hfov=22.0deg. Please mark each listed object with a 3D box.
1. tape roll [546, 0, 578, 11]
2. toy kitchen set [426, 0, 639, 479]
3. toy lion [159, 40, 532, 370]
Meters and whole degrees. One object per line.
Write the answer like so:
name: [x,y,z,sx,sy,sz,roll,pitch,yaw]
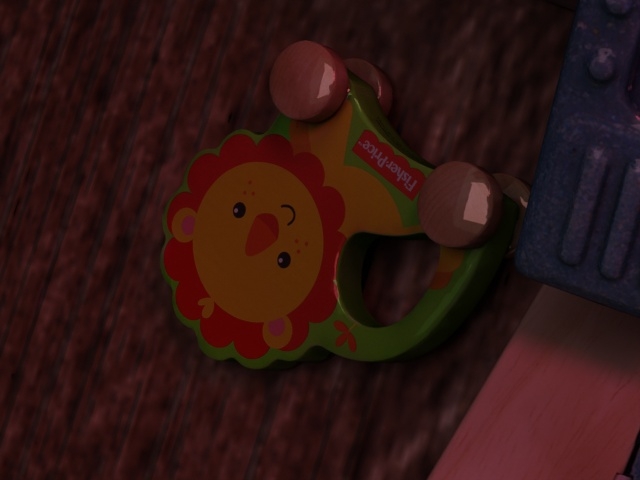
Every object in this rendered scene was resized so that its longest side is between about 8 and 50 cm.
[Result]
tape roll: [0.135,-0.242,0.424,0.392,0.072,0.392,-7,75,29]
toy kitchen set: [0.121,0.006,0.312,0.166,0.122,0.207,19,122,15]
toy lion: [0.000,0.000,0.472,0.100,0.034,0.096,41,107,30]
